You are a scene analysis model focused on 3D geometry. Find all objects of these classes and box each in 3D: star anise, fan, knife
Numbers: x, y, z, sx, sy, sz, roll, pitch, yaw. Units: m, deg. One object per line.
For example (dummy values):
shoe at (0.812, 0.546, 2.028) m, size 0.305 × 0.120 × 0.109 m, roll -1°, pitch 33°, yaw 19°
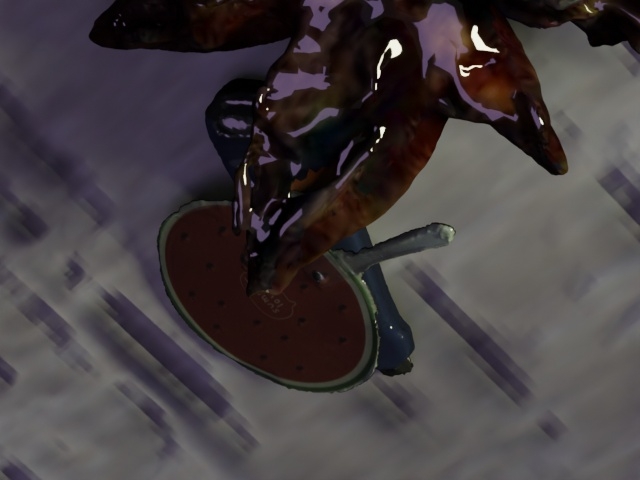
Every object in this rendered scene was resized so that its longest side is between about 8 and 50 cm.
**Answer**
star anise at (0.005, -0.065, 0.414) m, size 0.212 × 0.053 × 0.157 m, roll 38°, pitch 116°, yaw -4°
fan at (-0.003, 0.013, 0.477) m, size 0.085 × 0.005 × 0.133 m, roll 49°, pitch 140°, yaw -15°
knife at (0.000, 0.000, 0.483) m, size 0.031 × 0.018 × 0.121 m, roll -16°, pitch 116°, yaw 23°
